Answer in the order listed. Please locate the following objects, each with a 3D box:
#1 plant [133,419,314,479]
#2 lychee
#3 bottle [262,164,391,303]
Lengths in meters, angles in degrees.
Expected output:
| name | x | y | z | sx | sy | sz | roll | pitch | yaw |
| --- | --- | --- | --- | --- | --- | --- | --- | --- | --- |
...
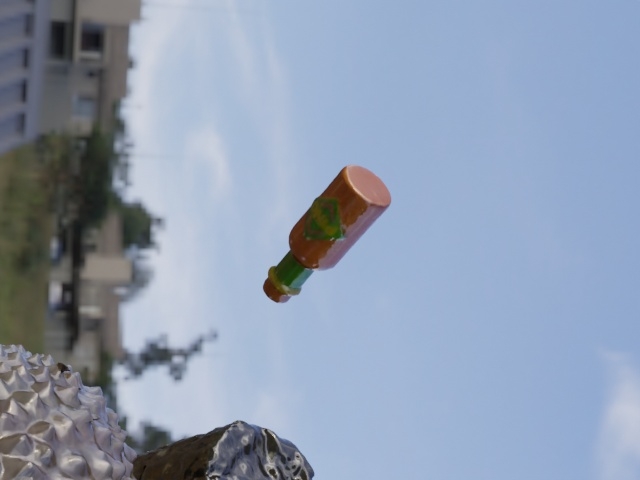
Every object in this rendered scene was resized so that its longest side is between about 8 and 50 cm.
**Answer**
| name | x | y | z | sx | sy | sz | roll | pitch | yaw |
| --- | --- | --- | --- | --- | --- | --- | --- | --- | --- |
| plant | -0.151 | 0.322 | 1.674 | 0.320 | 0.181 | 0.194 | -36 | -136 | 40 |
| lychee | -0.339 | 0.260 | 1.419 | 0.432 | 0.380 | 0.380 | 152 | -61 | -65 |
| bottle | 0.000 | 0.000 | 1.780 | 0.187 | 0.069 | 0.069 | -50 | -144 | 28 |
